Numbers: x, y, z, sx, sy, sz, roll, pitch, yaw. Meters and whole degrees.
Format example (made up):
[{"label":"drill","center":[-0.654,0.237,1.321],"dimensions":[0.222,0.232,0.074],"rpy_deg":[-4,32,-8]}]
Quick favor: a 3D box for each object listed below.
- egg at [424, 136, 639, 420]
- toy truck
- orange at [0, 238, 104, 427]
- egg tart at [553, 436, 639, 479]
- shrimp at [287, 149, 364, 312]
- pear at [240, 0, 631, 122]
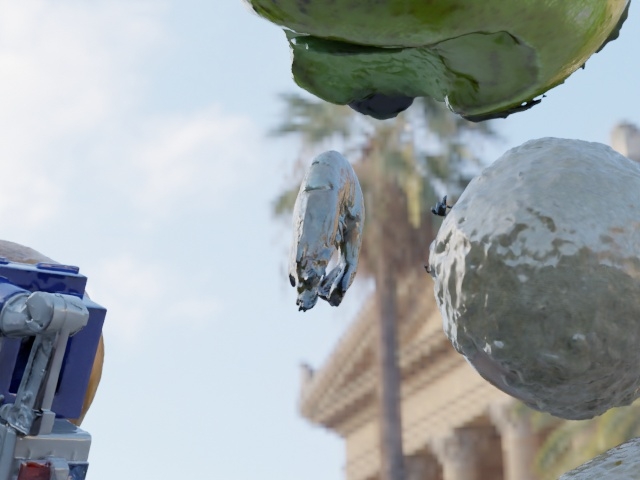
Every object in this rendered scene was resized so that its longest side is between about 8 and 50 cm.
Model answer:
[{"label":"egg","center":[0.244,0.032,1.651],"dimensions":[0.279,0.310,0.279],"rpy_deg":[11,-41,10]},{"label":"toy truck","center":[-0.237,0.120,1.254],"dimensions":[0.161,0.213,0.177],"rpy_deg":[9,8,-45]},{"label":"orange","center":[-0.350,0.124,1.721],"dimensions":[0.261,0.261,0.261],"rpy_deg":[-1,-24,0]},{"label":"egg tart","center":[0.184,0.207,0.940],"dimensions":[0.215,0.215,0.171],"rpy_deg":[-26,7,43]},{"label":"shrimp","center":[0.006,0.009,1.960],"dimensions":[0.059,0.254,0.145],"rpy_deg":[-9,-39,21]},{"label":"pear","center":[0.069,-0.176,0.999],"dimensions":[0.238,0.164,0.255],"rpy_deg":[2,-8,12]}]
